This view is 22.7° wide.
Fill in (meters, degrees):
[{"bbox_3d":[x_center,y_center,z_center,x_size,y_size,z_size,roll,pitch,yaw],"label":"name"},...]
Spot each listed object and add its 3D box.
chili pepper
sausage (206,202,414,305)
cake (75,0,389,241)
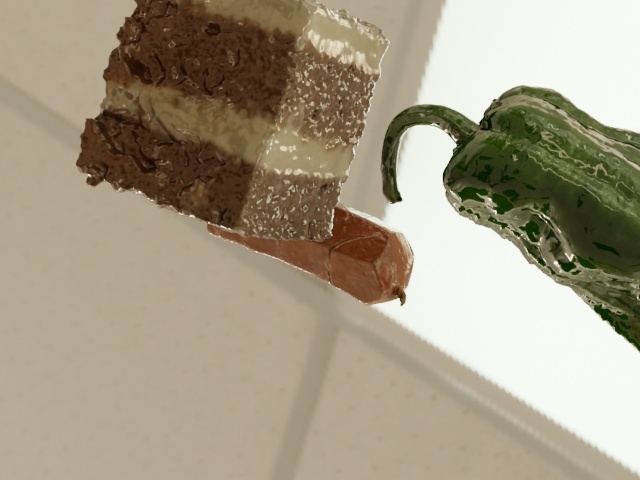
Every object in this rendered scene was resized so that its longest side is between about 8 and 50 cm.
[{"bbox_3d":[0.143,0.016,0.657,0.257,0.074,0.100,41,-18,-3],"label":"chili pepper"},{"bbox_3d":[0.000,-0.001,1.164,0.169,0.065,0.065,22,-67,25],"label":"sausage"},{"bbox_3d":[-0.050,-0.086,0.967,0.135,0.134,0.147,22,-80,25],"label":"cake"}]
